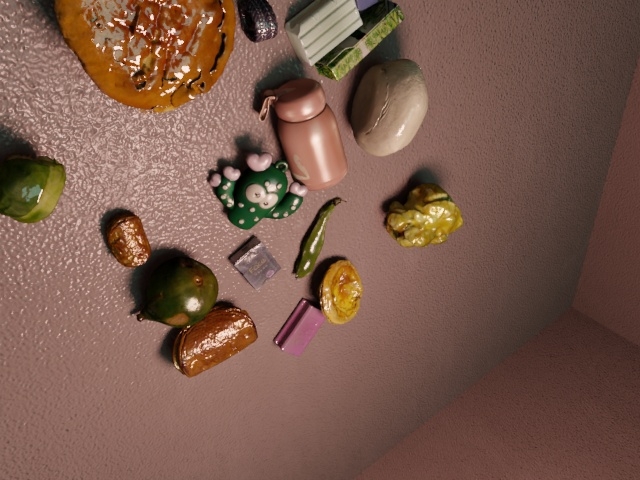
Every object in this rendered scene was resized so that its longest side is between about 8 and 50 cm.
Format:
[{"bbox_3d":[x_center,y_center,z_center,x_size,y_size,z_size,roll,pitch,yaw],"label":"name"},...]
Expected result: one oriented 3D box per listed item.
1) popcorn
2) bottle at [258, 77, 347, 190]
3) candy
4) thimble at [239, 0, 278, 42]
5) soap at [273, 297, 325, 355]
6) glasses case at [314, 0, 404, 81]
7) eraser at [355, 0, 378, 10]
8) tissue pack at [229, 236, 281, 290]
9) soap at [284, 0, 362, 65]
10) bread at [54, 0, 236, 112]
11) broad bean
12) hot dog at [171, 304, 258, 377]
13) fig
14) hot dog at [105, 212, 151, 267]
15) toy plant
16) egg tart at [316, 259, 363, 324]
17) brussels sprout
[{"bbox_3d":[0.371,-0.080,1.945,0.277,0.225,0.276,-22,139,-20],"label":"popcorn"},{"bbox_3d":[-0.048,-0.296,1.482,0.207,0.173,0.296,-12,133,6],"label":"bottle"},{"bbox_3d":[0.214,-0.390,1.563,0.185,0.295,0.295,7,112,-29],"label":"candy"},{"bbox_3d":[-0.149,-0.533,1.273,0.066,0.104,0.095,-24,127,-18],"label":"thimble"},{"bbox_3d":[-0.069,0.320,1.940,0.122,0.065,0.203,29,96,-47],"label":"soap"},{"bbox_3d":[0.105,-0.566,1.482,0.272,0.095,0.062,-46,133,-8],"label":"glasses case"},{"bbox_3d":[0.102,-0.739,1.407,0.082,0.036,0.225,-34,135,-17],"label":"eraser"},{"bbox_3d":[-0.205,0.074,1.669,0.112,0.051,0.156,-42,137,-10],"label":"tissue pack"},{"bbox_3d":[0.010,-0.578,1.411,0.198,0.066,0.119,-42,135,-11],"label":"soap"},{"bbox_3d":[-0.355,-0.458,1.078,0.337,0.204,0.358,-35,131,-14],"label":"bread"},{"bbox_3d":[-0.007,-0.004,1.788,0.098,0.056,0.317,26,96,-47],"label":"broad bean"},{"bbox_3d":[-0.341,0.317,1.665,0.272,0.122,0.196,-29,131,-19],"label":"hot dog"},{"bbox_3d":[-0.412,0.155,1.477,0.245,0.195,0.195,-24,143,22],"label":"fig"},{"bbox_3d":[-0.495,-0.002,1.357,0.099,0.065,0.147,-28,121,-24],"label":"hot dog"},{"bbox_3d":[-0.173,-0.139,1.489,0.243,0.112,0.232,-27,130,11],"label":"toy plant"},{"bbox_3d":[0.060,0.188,1.912,0.241,0.106,0.240,3,86,-50],"label":"egg tart"},{"bbox_3d":[-0.612,-0.110,1.092,0.131,0.183,0.145,21,82,-42],"label":"brussels sprout"}]
